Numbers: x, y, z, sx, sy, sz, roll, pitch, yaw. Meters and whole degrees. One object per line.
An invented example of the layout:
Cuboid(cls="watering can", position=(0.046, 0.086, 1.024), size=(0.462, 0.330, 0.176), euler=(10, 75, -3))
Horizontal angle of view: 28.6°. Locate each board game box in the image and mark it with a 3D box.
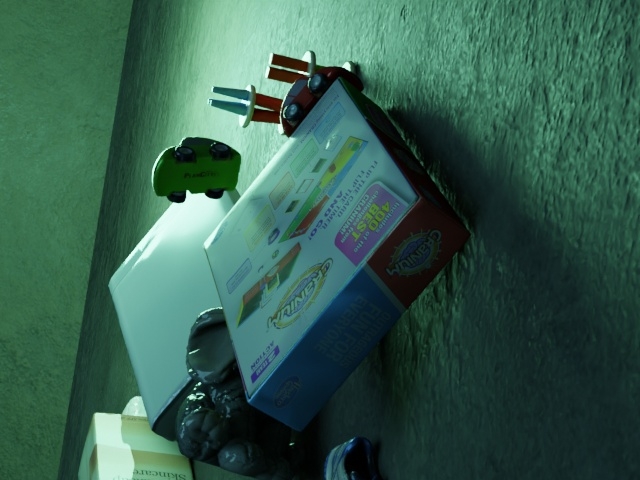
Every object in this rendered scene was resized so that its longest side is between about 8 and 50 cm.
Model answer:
Cuboid(cls="board game box", position=(0.000, 0.000, 1.214), size=(0.242, 0.064, 0.316), euler=(-50, 26, 14))

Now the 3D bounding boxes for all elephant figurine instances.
Cuboid(cls="elephant figurine", position=(-0.063, 0.136, 1.375), size=(0.169, 0.186, 0.239), euler=(50, -125, -73))

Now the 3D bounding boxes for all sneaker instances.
Cuboid(cls="sneaker", position=(0.030, 0.241, 1.155), size=(0.058, 0.052, 0.135), euler=(126, 149, -46))

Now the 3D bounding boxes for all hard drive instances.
Cuboid(cls="hard drive", position=(-0.162, 0.066, 1.601), size=(0.233, 0.047, 0.353), euler=(-49, 31, 10))

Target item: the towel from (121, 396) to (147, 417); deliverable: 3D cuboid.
Cuboid(cls="towel", position=(-0.342, 0.492, 2.173), size=(0.332, 0.053, 0.317), euler=(-106, 31, -56))

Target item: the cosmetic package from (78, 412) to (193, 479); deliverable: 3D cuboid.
Cuboid(cls="cosmetic package", position=(-0.267, 0.391, 1.832), size=(0.296, 0.153, 0.129), euler=(-115, 37, -59))

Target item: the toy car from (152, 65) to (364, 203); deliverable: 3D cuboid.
Cuboid(cls="toy car", position=(-0.080, -0.088, 1.360), size=(0.053, 0.225, 0.239), euler=(53, 140, 45))

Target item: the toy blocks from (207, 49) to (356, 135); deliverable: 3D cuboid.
Cuboid(cls="toy blocks", position=(-0.048, -0.175, 1.464), size=(0.123, 0.148, 0.054), euler=(120, 154, -47))
